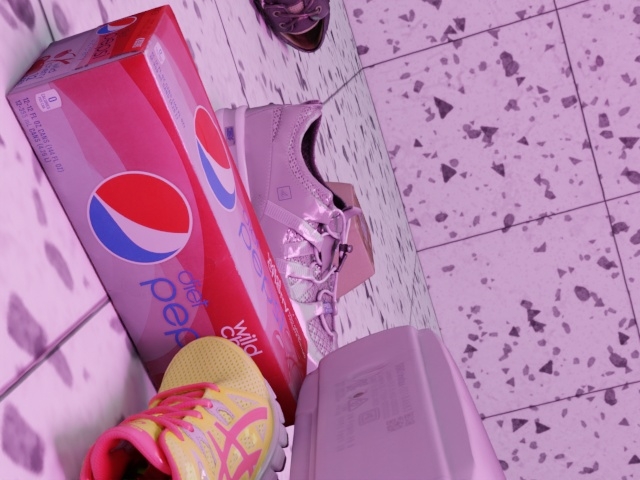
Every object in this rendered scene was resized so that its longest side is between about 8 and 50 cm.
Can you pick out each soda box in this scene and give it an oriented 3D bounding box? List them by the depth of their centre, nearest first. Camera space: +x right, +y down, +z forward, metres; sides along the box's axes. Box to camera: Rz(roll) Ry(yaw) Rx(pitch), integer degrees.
[{"bbox_3d":[-0.086,-0.001,0.624,0.092,0.084,0.263,-88,159,-60],"label":"soda box"}]

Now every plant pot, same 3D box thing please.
[{"bbox_3d":[0.000,0.000,1.056,0.109,0.096,0.109,-92,163,-50],"label":"plant pot"}]

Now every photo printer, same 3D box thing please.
[{"bbox_3d":[0.085,0.228,0.576,0.256,0.107,0.307,-85,153,-77],"label":"photo printer"}]

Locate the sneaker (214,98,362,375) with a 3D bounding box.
[{"bbox_3d":[-0.015,0.004,0.908,0.105,0.115,0.281,-14,88,-80],"label":"sneaker"}]

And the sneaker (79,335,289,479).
[{"bbox_3d":[-0.074,0.112,0.513,0.208,0.082,0.094,-84,152,-53],"label":"sneaker"}]

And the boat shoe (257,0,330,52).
[{"bbox_3d":[-0.033,-0.323,1.361,0.285,0.103,0.092,39,32,-83],"label":"boat shoe"}]
